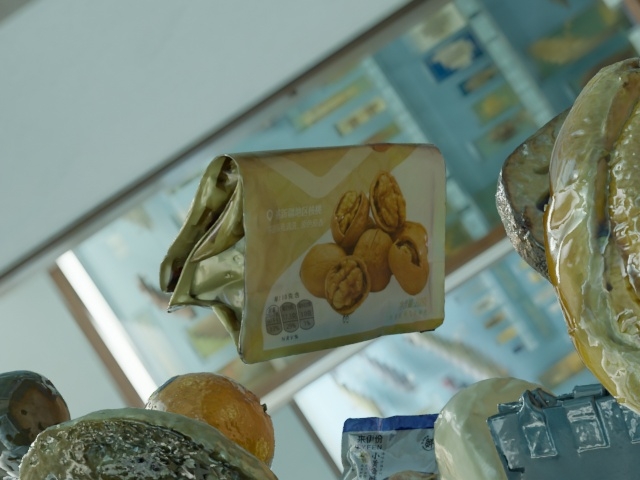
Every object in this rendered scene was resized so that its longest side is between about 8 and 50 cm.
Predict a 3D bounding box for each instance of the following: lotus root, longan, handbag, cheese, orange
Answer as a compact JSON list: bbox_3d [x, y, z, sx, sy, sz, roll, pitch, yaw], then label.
[{"bbox_3d":[0.311,-0.057,2.082,0.074,0.170,0.260,84,177,-68],"label":"lotus root"},{"bbox_3d":[-0.455,0.278,2.433,0.189,0.189,0.189,56,-177,-5],"label":"longan"},{"bbox_3d":[0.305,0.228,1.743,0.062,0.229,0.179,-37,-72,-57],"label":"handbag"},{"bbox_3d":[0.252,0.301,2.060,0.251,0.174,0.247,-134,30,-70],"label":"cheese"},{"bbox_3d":[-0.169,0.299,2.435,0.219,0.193,0.219,30,135,36],"label":"orange"}]

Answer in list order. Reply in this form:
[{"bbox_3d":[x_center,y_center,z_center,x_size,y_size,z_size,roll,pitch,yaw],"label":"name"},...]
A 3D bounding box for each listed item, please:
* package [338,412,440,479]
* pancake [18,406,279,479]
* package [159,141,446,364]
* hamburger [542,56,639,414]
[{"bbox_3d":[0.105,0.325,2.366,0.027,0.171,0.173,-112,25,-58],"label":"package"},{"bbox_3d":[-0.185,0.346,1.932,0.387,0.387,0.082,55,-150,-20],"label":"pancake"},{"bbox_3d":[-0.023,0.002,1.788,0.165,0.311,0.221,7,101,44],"label":"package"},{"bbox_3d":[0.301,-0.004,1.238,0.290,0.170,0.314,27,-121,-30],"label":"hamburger"}]
